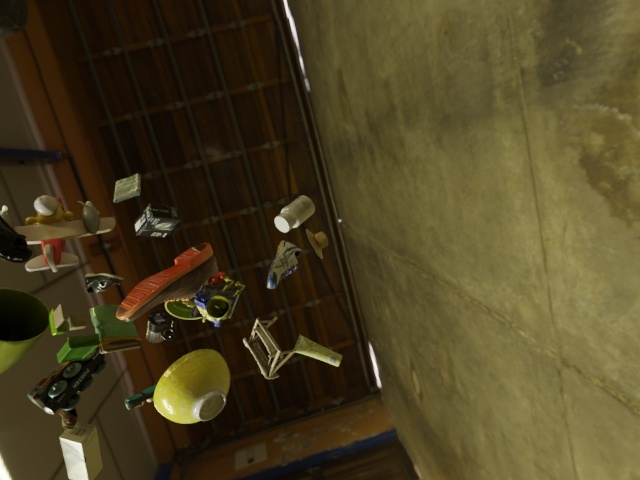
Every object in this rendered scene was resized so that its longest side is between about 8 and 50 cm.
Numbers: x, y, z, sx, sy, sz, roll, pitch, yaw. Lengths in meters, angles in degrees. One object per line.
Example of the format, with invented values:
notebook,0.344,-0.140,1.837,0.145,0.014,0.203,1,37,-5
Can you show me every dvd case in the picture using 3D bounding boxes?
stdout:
dvd case,-0.481,0.287,2.028,0.018,0.221,0.164,36,107,45

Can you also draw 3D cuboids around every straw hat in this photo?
straw hat,0.000,0.000,1.816,0.144,0.061,0.144,58,-169,-19

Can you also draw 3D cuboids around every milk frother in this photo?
milk frother,-0.699,0.407,1.905,0.143,0.129,0.134,-101,26,-49

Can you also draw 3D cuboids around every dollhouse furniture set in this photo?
dollhouse furniture set,-0.801,0.311,1.605,0.302,0.151,0.197,2,-122,-48

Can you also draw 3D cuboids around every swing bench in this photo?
swing bench,-0.301,0.611,2.465,0.165,0.254,0.253,8,-148,-50

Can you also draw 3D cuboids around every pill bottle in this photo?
pill bottle,-0.146,-0.145,2.426,0.131,0.229,0.131,24,135,26

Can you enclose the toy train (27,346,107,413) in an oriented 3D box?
toy train,-1.084,0.588,1.880,0.333,0.191,0.142,-64,-36,-46

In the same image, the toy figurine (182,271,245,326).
toy figurine,-0.433,0.268,1.824,0.363,0.191,0.217,14,143,36

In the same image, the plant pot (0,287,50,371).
plant pot,-1.241,0.381,1.669,0.275,0.293,0.274,33,-159,-14

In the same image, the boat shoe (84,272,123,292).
boat shoe,-0.855,0.170,1.715,0.084,0.233,0.079,26,-116,-49

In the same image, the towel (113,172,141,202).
towel,-0.805,-0.222,1.808,0.152,0.113,0.023,-115,6,-46

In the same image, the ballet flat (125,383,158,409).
ballet flat,-0.911,0.812,2.245,0.203,0.074,0.074,-15,-91,-53

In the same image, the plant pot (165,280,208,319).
plant pot,-0.806,0.312,2.713,0.276,0.276,0.253,80,-177,-48

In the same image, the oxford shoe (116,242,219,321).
oxford shoe,-0.472,0.157,1.397,0.130,0.364,0.132,9,129,46

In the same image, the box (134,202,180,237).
box,-0.792,-0.093,2.108,0.147,0.180,0.077,7,-125,-47

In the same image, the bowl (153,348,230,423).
bowl,-0.433,0.558,1.580,0.156,0.289,0.289,29,144,38

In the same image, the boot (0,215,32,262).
boot,-1.015,-0.032,1.345,0.207,0.094,0.246,7,143,53

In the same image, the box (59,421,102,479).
box,-1.034,0.921,1.885,0.094,0.113,0.274,-65,-17,-62

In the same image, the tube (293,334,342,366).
tube,-0.010,0.562,2.195,0.070,0.240,0.062,-68,0,-68

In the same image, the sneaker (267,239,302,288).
sneaker,-0.174,0.123,2.147,0.111,0.131,0.296,113,177,-49

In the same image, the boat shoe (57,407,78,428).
boat shoe,-1.071,0.726,1.854,0.178,0.060,0.064,29,174,45

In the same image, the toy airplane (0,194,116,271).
toy airplane,-1.148,-0.056,1.842,0.386,0.385,0.272,-52,-22,-51
